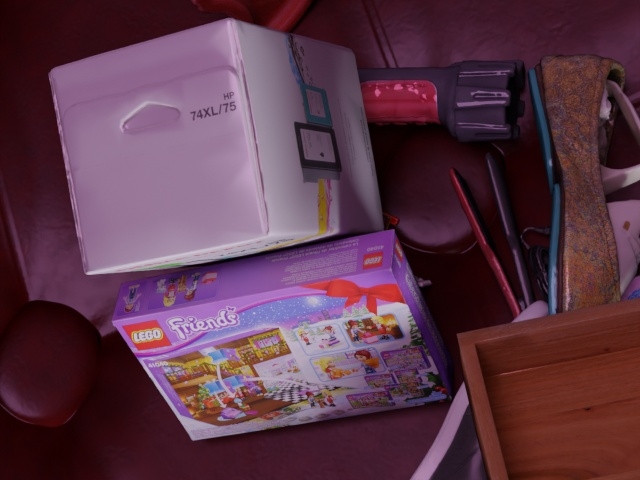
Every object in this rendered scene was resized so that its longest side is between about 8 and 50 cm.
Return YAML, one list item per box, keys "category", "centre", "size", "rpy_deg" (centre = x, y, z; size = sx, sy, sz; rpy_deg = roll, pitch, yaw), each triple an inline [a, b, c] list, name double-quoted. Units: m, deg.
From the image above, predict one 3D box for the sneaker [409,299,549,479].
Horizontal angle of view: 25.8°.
- category: "sneaker"
  centre: [0.187, 0.211, 1.344]
  size: [0.147, 0.104, 0.295]
  rpy_deg: [31, 97, 23]

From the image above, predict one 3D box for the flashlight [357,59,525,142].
- category: "flashlight"
  centre: [0.059, -0.139, 1.484]
  size: [0.304, 0.103, 0.103]
  rpy_deg: [3, 104, 20]

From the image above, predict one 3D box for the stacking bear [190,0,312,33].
- category: "stacking bear"
  centre: [-0.132, -0.377, 1.591]
  size: [0.164, 0.175, 0.289]
  rpy_deg: [-46, 58, 7]

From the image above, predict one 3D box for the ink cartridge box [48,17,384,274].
- category: "ink cartridge box"
  centre: [-0.091, -0.083, 1.337]
  size: [0.198, 0.270, 0.197]
  rpy_deg: [-11, 86, 24]

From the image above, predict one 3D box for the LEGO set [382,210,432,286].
- category: "LEGO set"
  centre: [0.000, 0.000, 1.479]
  size: [0.182, 0.060, 0.244]
  rpy_deg: [-22, 86, 23]

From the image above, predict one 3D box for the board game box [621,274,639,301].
- category: "board game box"
  centre: [0.446, 0.141, 1.282]
  size: [0.319, 0.066, 0.318]
  rpy_deg: [-24, 69, 14]

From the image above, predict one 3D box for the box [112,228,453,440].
- category: "box"
  centre: [-0.034, 0.101, 1.402]
  size: [0.293, 0.201, 0.057]
  rpy_deg: [-11, 43, 17]

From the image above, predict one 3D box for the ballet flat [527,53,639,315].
- category: "ballet flat"
  centre: [0.266, -0.043, 1.339]
  size: [0.123, 0.123, 0.348]
  rpy_deg: [-11, 53, 18]

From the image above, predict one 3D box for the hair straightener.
- category: "hair straightener"
  centre: [0.210, 0.012, 1.414]
  size: [0.089, 0.047, 0.230]
  rpy_deg: [-25, 69, 14]

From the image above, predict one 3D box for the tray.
- category: "tray"
  centre: [0.336, 0.137, 1.153]
  size: [0.411, 0.076, 0.202]
  rpy_deg: [-11, 50, 1]
